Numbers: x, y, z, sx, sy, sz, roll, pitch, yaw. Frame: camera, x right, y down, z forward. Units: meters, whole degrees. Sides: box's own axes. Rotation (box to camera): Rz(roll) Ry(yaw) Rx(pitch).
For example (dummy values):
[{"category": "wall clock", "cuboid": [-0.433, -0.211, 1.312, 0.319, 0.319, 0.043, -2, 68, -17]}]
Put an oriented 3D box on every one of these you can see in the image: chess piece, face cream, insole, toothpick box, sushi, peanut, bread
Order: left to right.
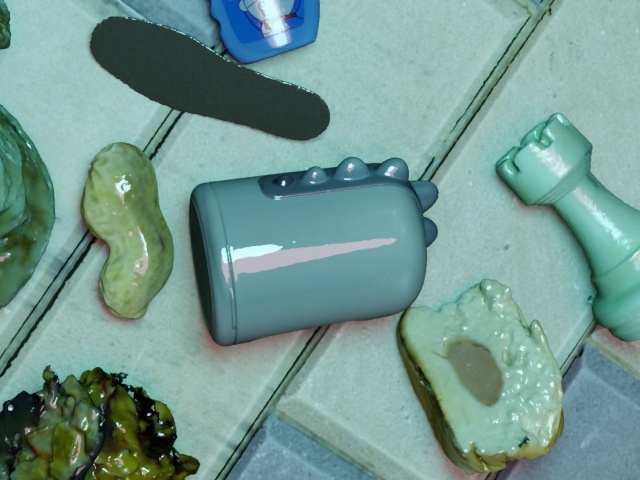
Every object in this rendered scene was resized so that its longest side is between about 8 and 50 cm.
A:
[{"category": "sushi", "cuboid": [-0.285, 0.271, 1.464, 0.200, 0.204, 0.213, -43, 63, 19]}, {"category": "peanut", "cuboid": [-0.246, -0.012, 1.485, 0.103, 0.098, 0.229, -7, 98, 31]}, {"category": "insole", "cuboid": [-0.142, -0.204, 1.501, 0.327, 0.007, 0.111, 19, 126, -10]}, {"category": "face cream", "cuboid": [-0.090, -0.368, 1.488, 0.149, 0.083, 0.264, -19, 98, -4]}, {"category": "toothpick box", "cuboid": [0.000, 0.000, 1.474, 0.316, 0.229, 0.229, -9, 97, -11]}, {"category": "bread", "cuboid": [0.226, 0.191, 1.539, 0.183, 0.211, 0.224, -23, 105, -2]}, {"category": "chess piece", "cuboid": [0.381, -0.029, 1.576, 0.194, 0.194, 0.299, -43, 93, -5]}]

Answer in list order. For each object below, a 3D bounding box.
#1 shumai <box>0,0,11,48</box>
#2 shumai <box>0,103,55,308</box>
[{"category": "shumai", "cuboid": [-0.442, -0.305, 1.373, 0.184, 0.184, 0.142, 5, 93, -12]}, {"category": "shumai", "cuboid": [-0.498, -0.062, 1.315, 0.324, 0.323, 0.397, -43, 101, -7]}]
